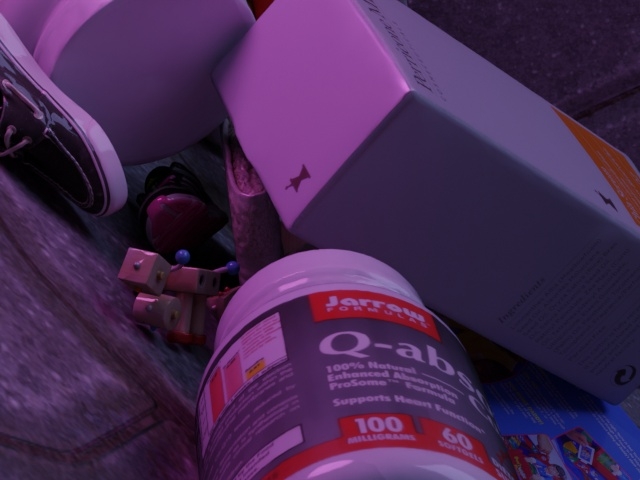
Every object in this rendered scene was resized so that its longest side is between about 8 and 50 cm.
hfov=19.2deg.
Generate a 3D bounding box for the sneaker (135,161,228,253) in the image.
[{"bbox_3d":[-0.139,-0.034,1.724,0.075,0.063,0.170,48,8,10],"label":"sneaker"}]

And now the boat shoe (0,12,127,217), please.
[{"bbox_3d":[-0.251,-0.099,1.571,0.219,0.078,0.070,49,47,3],"label":"boat shoe"}]

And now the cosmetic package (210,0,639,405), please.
[{"bbox_3d":[0.139,-0.046,1.691,0.453,0.161,0.230,28,23,-39],"label":"cosmetic package"}]

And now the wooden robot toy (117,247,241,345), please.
[{"bbox_3d":[-0.132,0.042,1.552,0.079,0.076,0.173,12,-2,25],"label":"wooden robot toy"}]

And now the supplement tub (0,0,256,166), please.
[{"bbox_3d":[-0.217,-0.248,1.737,0.241,0.241,0.331,30,19,-49],"label":"supplement tub"}]

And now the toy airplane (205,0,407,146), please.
[{"bbox_3d":[-0.068,-0.235,2.116,0.384,0.272,0.386,15,23,12],"label":"toy airplane"}]

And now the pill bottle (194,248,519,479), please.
[{"bbox_3d":[0.020,0.154,1.292,0.210,0.210,0.363,40,13,-21],"label":"pill bottle"}]

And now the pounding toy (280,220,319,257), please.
[{"bbox_3d":[0.000,0.000,2.026,0.141,0.100,0.130,37,29,-22],"label":"pounding toy"}]

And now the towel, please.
[{"bbox_3d":[-0.057,-0.013,1.726,0.282,0.049,0.187,-103,-175,-65],"label":"towel"}]

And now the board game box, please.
[{"bbox_3d":[0.144,0.145,1.785,0.233,0.078,0.347,-8,48,-38],"label":"board game box"}]
